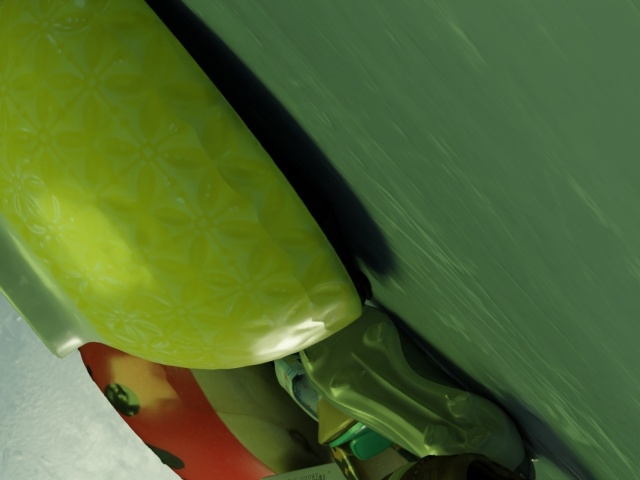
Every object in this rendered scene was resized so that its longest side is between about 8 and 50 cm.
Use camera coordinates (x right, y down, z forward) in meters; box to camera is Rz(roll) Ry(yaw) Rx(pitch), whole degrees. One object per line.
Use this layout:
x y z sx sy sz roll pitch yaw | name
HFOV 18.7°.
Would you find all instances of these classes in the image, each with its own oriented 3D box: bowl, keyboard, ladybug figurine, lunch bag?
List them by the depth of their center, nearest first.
-0.123 -0.023 1.118 0.289 0.156 0.289 50 174 8 | bowl
0.000 0.000 1.188 0.108 0.023 0.180 51 176 16 | keyboard
-0.005 0.145 1.928 0.083 0.053 0.071 38 178 -18 | lunch bag
-0.133 0.149 2.111 0.305 0.162 0.449 54 -179 37 | ladybug figurine

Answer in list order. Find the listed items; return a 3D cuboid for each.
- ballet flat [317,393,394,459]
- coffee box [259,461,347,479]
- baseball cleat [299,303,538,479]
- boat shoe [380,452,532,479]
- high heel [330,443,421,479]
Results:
0.025 0.135 1.611 0.073 0.080 0.232 60 175 12 | ballet flat
0.041 0.388 2.012 0.168 0.119 0.297 23 -125 -61 | coffee box
0.063 0.114 1.259 0.206 0.072 0.109 40 171 47 | baseball cleat
0.153 0.206 1.158 0.257 0.095 0.095 30 138 -23 | boat shoe
0.097 0.264 1.800 0.186 0.093 0.261 44 -175 -40 | high heel
